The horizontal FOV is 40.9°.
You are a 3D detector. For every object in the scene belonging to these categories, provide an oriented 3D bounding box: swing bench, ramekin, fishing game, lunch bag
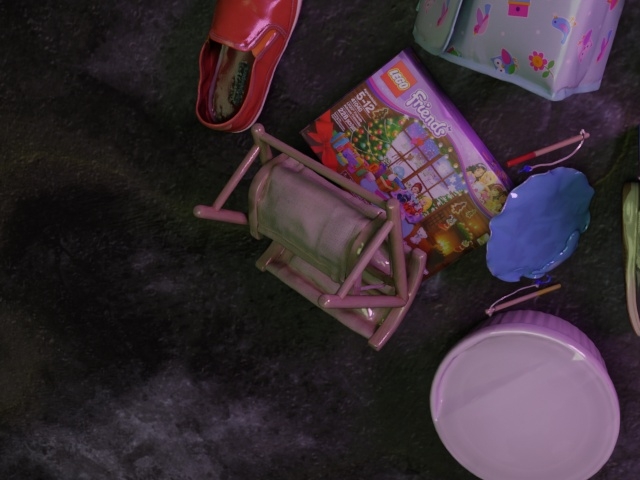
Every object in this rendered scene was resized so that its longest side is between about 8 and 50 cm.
[{"bbox_3d":[0.000,0.000,1.219,0.253,0.254,0.165,32,84,27],"label":"swing bench"},{"bbox_3d":[0.306,0.227,1.281,0.273,0.127,0.272,7,113,17],"label":"ramekin"},{"bbox_3d":[0.299,-0.025,1.184,0.041,0.189,0.264,47,151,47],"label":"fishing game"},{"bbox_3d":[0.240,-0.322,1.076,0.262,0.160,0.223,30,123,31],"label":"lunch bag"}]

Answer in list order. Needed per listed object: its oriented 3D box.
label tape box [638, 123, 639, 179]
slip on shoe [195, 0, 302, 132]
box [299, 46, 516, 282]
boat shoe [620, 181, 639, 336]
[{"bbox_3d":[0.549,-0.047,1.027,0.334,0.240,0.105,7,114,18],"label":"label tape box"},{"bbox_3d":[-0.108,-0.306,1.237,0.123,0.101,0.331,24,115,12],"label":"slip on shoe"},{"bbox_3d":[0.136,-0.104,1.252,0.201,0.057,0.293,-36,96,27],"label":"box"},{"bbox_3d":[0.455,0.027,1.178,0.074,0.080,0.223,-3,104,26],"label":"boat shoe"}]
